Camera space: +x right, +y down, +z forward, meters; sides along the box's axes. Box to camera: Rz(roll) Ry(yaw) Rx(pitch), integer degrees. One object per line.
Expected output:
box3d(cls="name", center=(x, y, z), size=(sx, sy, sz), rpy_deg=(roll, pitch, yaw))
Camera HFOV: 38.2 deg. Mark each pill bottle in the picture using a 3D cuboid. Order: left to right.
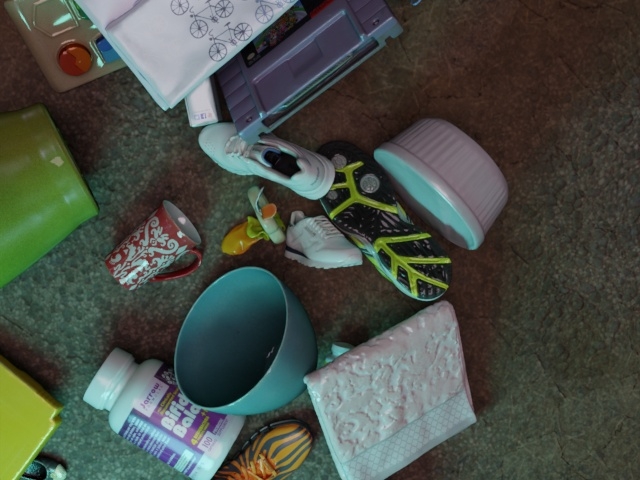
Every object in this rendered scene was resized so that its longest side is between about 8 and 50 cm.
box3d(cls="pill bottle", center=(-0.316, 0.344, 1.864), size=(0.301, 0.169, 0.169), rpy_deg=(31, 96, -2))
box3d(cls="pill bottle", center=(0.037, 0.273, 1.925), size=(0.065, 0.065, 0.116), rpy_deg=(10, 98, -4))

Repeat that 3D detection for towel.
box3d(cls="towel", center=(0.153, 0.318, 1.849), size=(0.332, 0.053, 0.317), rpy_deg=(-27, 119, -18))

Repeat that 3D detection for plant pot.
box3d(cls="plant pot", center=(-0.620, -0.080, 1.723), size=(0.353, 0.366, 0.366), rpy_deg=(-28, 99, -9))
box3d(cls="plant pot", center=(-0.117, 0.222, 1.830), size=(0.290, 0.290, 0.195), rpy_deg=(-51, 133, 5))

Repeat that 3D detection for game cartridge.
box3d(cls="game cartridge", center=(-0.718, 0.358, 1.883), size=(0.323, 0.052, 0.285), rpy_deg=(38, 95, 3))
box3d(cls="game cartridge", center=(-0.036, -0.363, 1.729), size=(0.355, 0.230, 0.068), rpy_deg=(-35, 143, 15))

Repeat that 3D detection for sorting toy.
box3d(cls="sorting toy", center=(-0.467, -0.435, 1.734), size=(0.229, 0.041, 0.307), rpy_deg=(-20, 131, 2))

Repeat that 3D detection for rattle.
box3d(cls="rattle", center=(-0.145, -0.035, 1.802), size=(0.142, 0.200, 0.130), rpy_deg=(-12, 95, 2))

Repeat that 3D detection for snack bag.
box3d(cls="snack bag", center=(-0.253, -0.453, 1.583), size=(0.323, 0.037, 0.342), rpy_deg=(-39, 98, 3))

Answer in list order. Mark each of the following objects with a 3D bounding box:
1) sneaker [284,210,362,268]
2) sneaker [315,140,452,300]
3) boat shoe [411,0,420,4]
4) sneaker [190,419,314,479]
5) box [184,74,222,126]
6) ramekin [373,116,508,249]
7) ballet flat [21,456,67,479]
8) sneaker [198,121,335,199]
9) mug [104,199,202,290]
box3d(cls="sneaker", center=(0.000, 0.000, 1.806), size=(0.090, 0.235, 0.095), rpy_deg=(1, 98, -35))
box3d(cls="sneaker", center=(0.106, -0.028, 1.848), size=(0.145, 0.147, 0.385), rpy_deg=(-33, 78, -9))
box3d(cls="boat shoe", center=(0.158, -0.511, 1.807), size=(0.258, 0.109, 0.089), rpy_deg=(14, 105, 12))
box3d(cls="sneaker", center=(-0.147, 0.502, 1.893), size=(0.321, 0.180, 0.124), rpy_deg=(-37, 99, 3))
box3d(cls="box", center=(-0.244, -0.376, 1.730), size=(0.058, 0.232, 0.322), rpy_deg=(-10, 98, -3))
box3d(cls="ramekin", center=(0.242, -0.118, 1.783), size=(0.127, 0.273, 0.273), rpy_deg=(-45, 98, -7))
box3d(cls="ballet flat", center=(-0.619, 0.479, 1.935), size=(0.173, 0.049, 0.057), rpy_deg=(13, 99, -4))
box3d(cls="sneaker", center=(-0.116, -0.173, 1.786), size=(0.297, 0.129, 0.111), rpy_deg=(19, 89, 24))
box3d(cls="mug", center=(-0.328, 0.029, 1.851), size=(0.169, 0.113, 0.150), rpy_deg=(-39, 97, 7))
